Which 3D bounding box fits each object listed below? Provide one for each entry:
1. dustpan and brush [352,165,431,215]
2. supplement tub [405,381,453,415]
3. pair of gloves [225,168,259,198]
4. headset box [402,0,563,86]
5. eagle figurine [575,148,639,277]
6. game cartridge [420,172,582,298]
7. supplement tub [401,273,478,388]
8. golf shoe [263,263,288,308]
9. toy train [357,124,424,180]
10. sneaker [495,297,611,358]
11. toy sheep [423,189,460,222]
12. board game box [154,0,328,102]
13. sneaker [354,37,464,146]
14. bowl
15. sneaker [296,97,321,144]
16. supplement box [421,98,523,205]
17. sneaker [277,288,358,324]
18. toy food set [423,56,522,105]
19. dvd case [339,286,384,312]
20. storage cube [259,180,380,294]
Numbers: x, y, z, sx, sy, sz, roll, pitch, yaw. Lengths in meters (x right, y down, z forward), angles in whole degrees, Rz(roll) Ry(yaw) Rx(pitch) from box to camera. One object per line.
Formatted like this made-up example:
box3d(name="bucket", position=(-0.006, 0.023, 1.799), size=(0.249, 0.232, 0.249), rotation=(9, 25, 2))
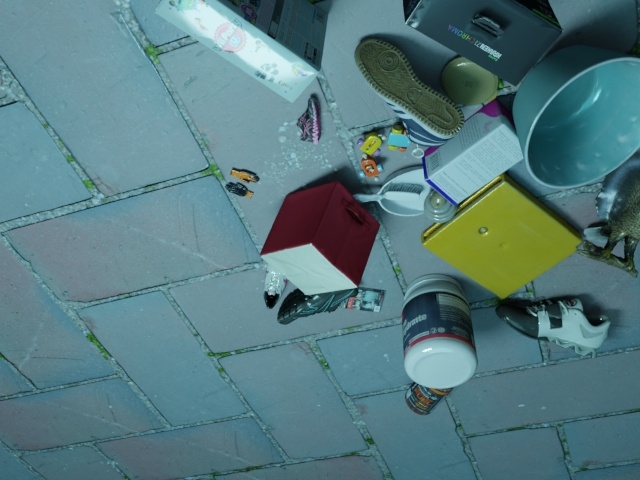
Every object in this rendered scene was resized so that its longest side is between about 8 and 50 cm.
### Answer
box3d(name="dustpan and brush", position=(0.170, -0.114, 1.718), size=(0.211, 0.060, 0.147), rotation=(2, 132, 2))
box3d(name="supplement tub", position=(0.353, 0.458, 2.196), size=(0.106, 0.106, 0.198), rotation=(18, 130, -13))
box3d(name="pair of gloves", position=(-0.196, -0.143, 1.748), size=(0.074, 0.010, 0.083), rotation=(17, 134, -14))
box3d(name="headset box", position=(0.282, -0.440, 1.269), size=(0.246, 0.283, 0.131), rotation=(24, 129, -17))
box3d(name="eagle figurine", position=(0.774, -0.065, 1.676), size=(0.226, 0.225, 0.298), rotation=(6, 111, -58))
box3d(name="game cartridge", position=(0.473, -0.003, 1.814), size=(0.324, 0.052, 0.285), rotation=(32, 126, -26))
box3d(name="supplement tub", position=(0.317, 0.244, 1.890), size=(0.191, 0.272, 0.191), rotation=(2, 132, 2))
box3d(name="golf shoe", position=(-0.120, 0.109, 1.921), size=(0.068, 0.086, 0.186), rotation=(8, 131, -2))
box3d(name="toy train", position=(0.155, -0.214, 1.643), size=(0.166, 0.046, 0.125), rotation=(-20, 129, 24))
box3d(name="sneaker", position=(0.657, 0.211, 1.963), size=(0.331, 0.122, 0.146), rotation=(17, 113, -10))
box3d(name="toy sheep", position=(0.297, -0.085, 1.719), size=(0.091, 0.091, 0.132), rotation=(-9, 152, 11))
box3d(name="board game box", position=(-0.139, -0.434, 1.340), size=(0.303, 0.224, 0.097), rotation=(31, 129, -22))
box3d(name="sneaker", position=(0.182, -0.308, 1.512), size=(0.282, 0.153, 0.099), rotation=(43, 87, 6))
box3d(name="bowl", position=(0.528, -0.279, 1.449), size=(0.312, 0.163, 0.311), rotation=(-12, 137, -12))
box3d(name="sneaker", position=(-0.029, -0.274, 1.602), size=(0.057, 0.047, 0.119), rotation=(9, 132, 11))
box3d(name="supplement box", position=(0.353, -0.201, 1.596), size=(0.114, 0.111, 0.220), rotation=(35, 125, -26))
box3d(name="sneaker", position=(-0.012, 0.177, 1.964), size=(0.267, 0.101, 0.106), rotation=(-34, 121, 29))
box3d(name="toy food set", position=(0.327, -0.348, 1.521), size=(0.192, 0.038, 0.132), rotation=(-23, 122, 36))
box3d(name="dvd case", position=(0.119, 0.169, 2.009), size=(0.120, 0.013, 0.087), rotation=(8, 132, -2))
box3d(name="storage cube", position=(0.000, 0.000, 1.707), size=(0.215, 0.193, 0.184), rotation=(-13, 134, 43))
